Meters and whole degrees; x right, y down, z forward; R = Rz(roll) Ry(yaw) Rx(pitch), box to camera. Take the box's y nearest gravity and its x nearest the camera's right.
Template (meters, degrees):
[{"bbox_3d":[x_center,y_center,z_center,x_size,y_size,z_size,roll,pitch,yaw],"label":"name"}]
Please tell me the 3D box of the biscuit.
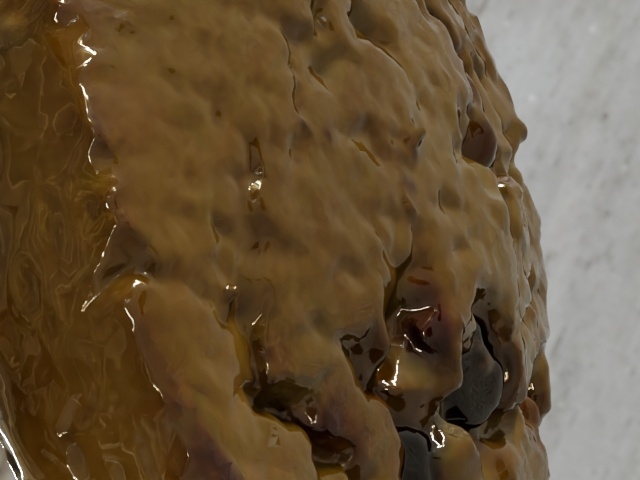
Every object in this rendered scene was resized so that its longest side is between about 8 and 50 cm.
[{"bbox_3d":[0.002,0.000,0.543,0.075,0.296,0.296,-13,41,29],"label":"biscuit"}]
